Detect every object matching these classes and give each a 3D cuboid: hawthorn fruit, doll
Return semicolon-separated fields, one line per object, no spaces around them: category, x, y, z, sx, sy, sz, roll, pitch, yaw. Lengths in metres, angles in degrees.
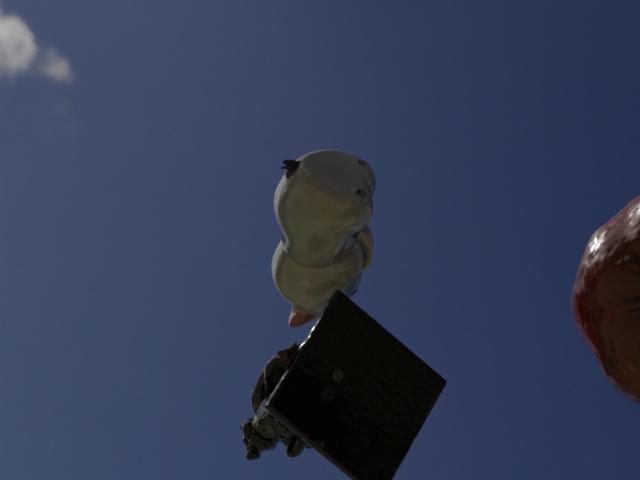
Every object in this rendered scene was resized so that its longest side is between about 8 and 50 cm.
hawthorn fruit;0.319;0.047;1.192;0.205;0.253;0.205;-4;-98;27
doll;0.003;-0.005;1.519;0.107;0.110;0.180;4;-54;2

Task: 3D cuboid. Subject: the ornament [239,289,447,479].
ornament;-0.015;0.170;1.506;0.166;0.153;0.196;42;-34;-14
